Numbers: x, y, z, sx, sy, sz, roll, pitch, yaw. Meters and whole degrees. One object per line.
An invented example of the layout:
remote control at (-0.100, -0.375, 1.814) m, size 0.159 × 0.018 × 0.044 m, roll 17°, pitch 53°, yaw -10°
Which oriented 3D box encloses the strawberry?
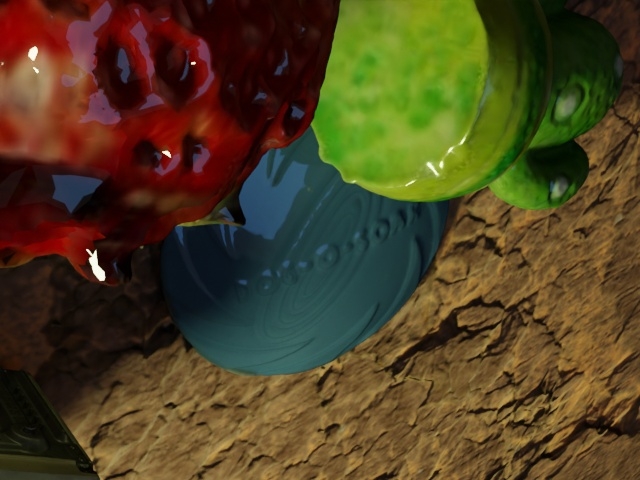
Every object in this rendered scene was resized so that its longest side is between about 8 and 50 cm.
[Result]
strawberry at (-0.115, -0.145, 0.470) m, size 0.291 × 0.291 × 0.310 m, roll 29°, pitch 88°, yaw -41°

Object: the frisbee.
frisbee at (0.002, 0.003, 0.796) m, size 0.289 × 0.049 × 0.290 m, roll -16°, pitch 124°, yaw -25°

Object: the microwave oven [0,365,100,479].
microwave oven at (-0.300, 0.154, 0.598) m, size 0.240 × 0.194 × 0.145 m, roll 16°, pitch 102°, yaw -38°

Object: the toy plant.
toy plant at (0.142, -0.133, 0.743) m, size 0.315 × 0.184 × 0.224 m, roll -6°, pitch 101°, yaw -50°
